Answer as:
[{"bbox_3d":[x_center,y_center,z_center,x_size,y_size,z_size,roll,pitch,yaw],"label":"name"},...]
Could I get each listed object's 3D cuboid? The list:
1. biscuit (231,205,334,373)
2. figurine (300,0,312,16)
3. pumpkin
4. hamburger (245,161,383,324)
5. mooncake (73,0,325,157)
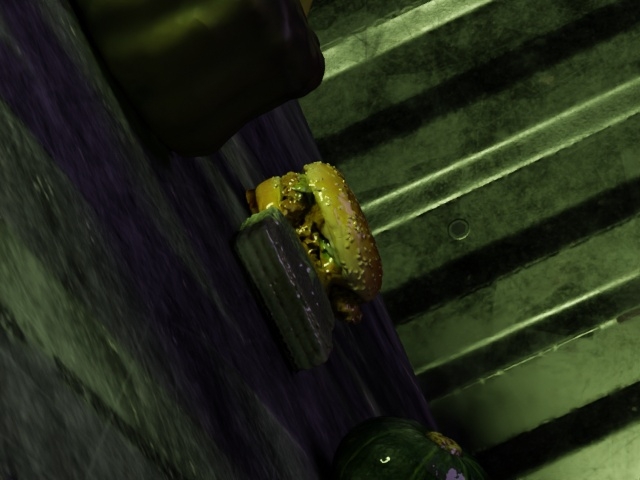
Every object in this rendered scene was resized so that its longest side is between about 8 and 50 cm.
[{"bbox_3d":[-0.031,0.042,1.891,0.252,0.052,0.150,-78,142,-84],"label":"biscuit"},{"bbox_3d":[-0.177,-0.459,2.270,0.377,0.266,0.361,42,14,29],"label":"figurine"},{"bbox_3d":[0.086,0.233,1.698,0.167,0.167,0.125,-44,154,-86],"label":"pumpkin"},{"bbox_3d":[0.004,0.008,2.113,0.182,0.118,0.191,28,42,-78],"label":"hamburger"},{"bbox_3d":[-0.117,-0.221,1.593,0.290,0.161,0.290,63,4,-8],"label":"mooncake"}]
